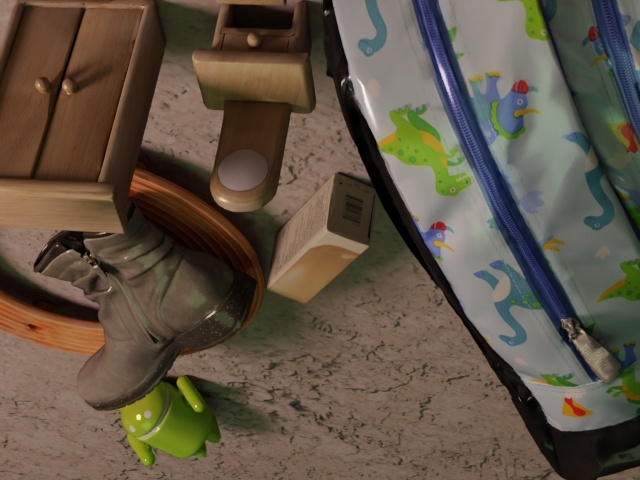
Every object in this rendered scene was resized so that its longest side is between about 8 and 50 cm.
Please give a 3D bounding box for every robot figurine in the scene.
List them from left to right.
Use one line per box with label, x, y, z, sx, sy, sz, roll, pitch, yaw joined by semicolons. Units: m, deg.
robot figurine;-0.161;0.187;1.443;0.115;0.067;0.101;32;113;-31

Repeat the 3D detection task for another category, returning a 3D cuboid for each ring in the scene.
ring;-0.215;0.013;1.226;0.337;0.032;0.336;7;147;4

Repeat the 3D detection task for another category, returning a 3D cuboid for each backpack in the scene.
backpack;0.137;-0.070;0.827;0.273;0.290;0.355;-29;126;31

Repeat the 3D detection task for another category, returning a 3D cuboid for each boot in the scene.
boot;-0.183;0.050;1.192;0.161;0.083;0.246;34;134;-23

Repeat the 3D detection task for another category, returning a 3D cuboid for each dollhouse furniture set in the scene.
dollhouse furniture set;-0.171;-0.173;0.804;0.303;0.174;0.355;3;147;8

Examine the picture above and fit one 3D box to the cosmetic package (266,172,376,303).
cosmetic package;0.000;0.000;1.130;0.041;0.060;0.115;21;146;-19
